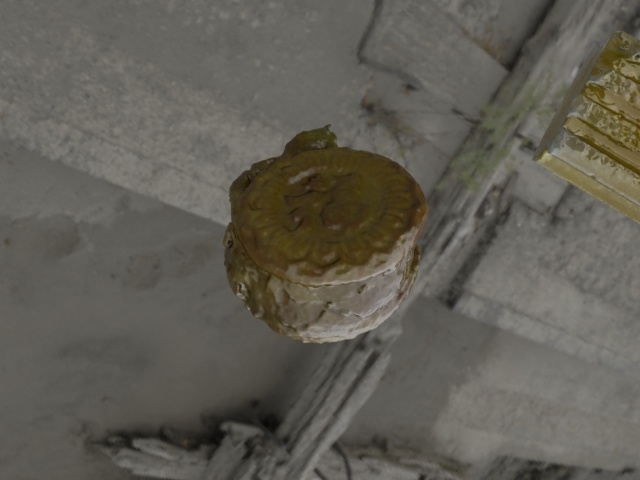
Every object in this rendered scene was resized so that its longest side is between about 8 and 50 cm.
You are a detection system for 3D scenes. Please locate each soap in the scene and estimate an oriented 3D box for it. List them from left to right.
[{"bbox_3d":[0.403,-0.097,1.030,0.174,0.274,0.089,-60,-179,-6],"label":"soap"}]

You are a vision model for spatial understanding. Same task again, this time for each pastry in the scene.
[{"bbox_3d":[0.000,0.000,1.049,0.240,0.235,0.132,-34,141,-28],"label":"pastry"}]
